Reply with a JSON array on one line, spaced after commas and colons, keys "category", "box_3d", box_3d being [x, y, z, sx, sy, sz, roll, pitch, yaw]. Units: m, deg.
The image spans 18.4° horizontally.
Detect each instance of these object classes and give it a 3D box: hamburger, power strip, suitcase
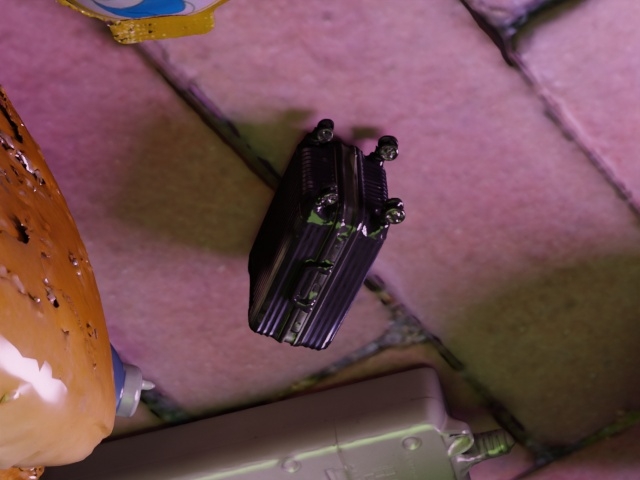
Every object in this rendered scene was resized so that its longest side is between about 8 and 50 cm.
[{"category": "hamburger", "box_3d": [-0.233, 0.000, 1.037, 0.174, 0.304, 0.284, -34, 133, 12]}, {"category": "power strip", "box_3d": [-0.036, 0.162, 1.336, 0.338, 0.058, 0.098, -14, 129, 9]}, {"category": "suitcase", "box_3d": [0.000, 0.000, 1.183, 0.059, 0.086, 0.126, 16, 127, -13]}]

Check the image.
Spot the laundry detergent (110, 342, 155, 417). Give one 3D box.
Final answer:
[{"category": "laundry detergent", "box_3d": [-0.209, 0.083, 1.261, 0.206, 0.061, 0.096, 10, 124, -12]}]

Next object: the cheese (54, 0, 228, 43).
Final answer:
[{"category": "cheese", "box_3d": [-0.101, -0.200, 1.024, 0.157, 0.064, 0.250, -7, 132, 1]}]
